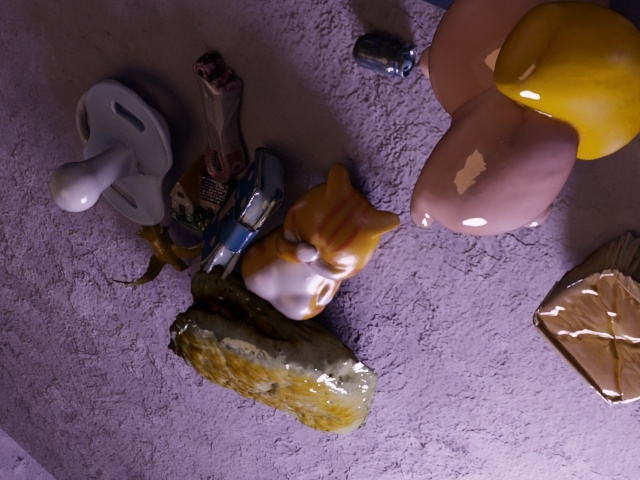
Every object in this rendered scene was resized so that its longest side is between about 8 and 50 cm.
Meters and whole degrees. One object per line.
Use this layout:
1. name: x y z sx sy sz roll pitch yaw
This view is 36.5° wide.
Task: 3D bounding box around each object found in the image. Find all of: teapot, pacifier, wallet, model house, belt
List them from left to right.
1. pacifier: -0.383 -0.135 1.698 0.244 0.233 0.299 33 138 15
2. model house: -0.207 -0.081 1.717 0.101 0.087 0.100 23 137 17
3. belt: -0.164 -0.198 1.607 0.071 0.053 0.232 25 137 31
4. wallet: -0.131 -0.044 1.609 0.059 0.141 0.202 24 122 -23
5. teapot: 0.088 -0.251 1.359 0.083 0.049 0.063 23 136 21

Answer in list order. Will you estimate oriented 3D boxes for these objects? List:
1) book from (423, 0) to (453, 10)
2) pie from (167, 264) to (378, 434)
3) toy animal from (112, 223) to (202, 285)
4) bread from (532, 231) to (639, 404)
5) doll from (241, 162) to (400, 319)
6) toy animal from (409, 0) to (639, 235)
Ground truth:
1. book: 0.131 -0.425 1.194 0.191 0.025 0.269 28 138 18
2. pie: -0.072 0.211 1.779 0.418 0.180 0.395 29 160 0
3. toy animal: -0.289 0.013 1.874 0.219 0.155 0.095 -28 82 6
4. bread: 0.428 0.112 1.362 0.210 0.110 0.192 43 134 -1
5. doll: -0.011 0.016 1.582 0.167 0.162 0.270 36 139 -13
6. toy animal: 0.242 -0.185 1.188 0.246 0.278 0.345 54 137 33
